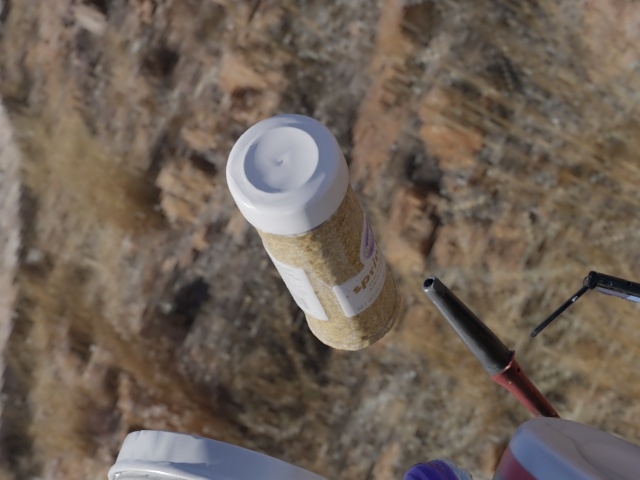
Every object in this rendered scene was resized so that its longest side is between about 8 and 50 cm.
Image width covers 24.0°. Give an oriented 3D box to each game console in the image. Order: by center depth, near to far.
[{"bbox_3d":[0.249,0.068,1.349,0.122,0.107,0.071,27,-102,-82],"label":"game console"}]

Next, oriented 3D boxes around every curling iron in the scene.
[{"bbox_3d":[0.176,0.127,1.423,0.035,0.274,0.068,-29,30,14],"label":"curling iron"}]

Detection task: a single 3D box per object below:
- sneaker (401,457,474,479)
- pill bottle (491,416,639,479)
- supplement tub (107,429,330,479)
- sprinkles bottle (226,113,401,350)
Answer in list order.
[{"bbox_3d":[0.043,0.180,0.782,0.170,0.071,0.068,-77,7,-47],"label":"sneaker"},{"bbox_3d":[0.130,0.260,0.862,0.283,0.161,0.161,-67,19,8],"label":"pill bottle"},{"bbox_3d":[-0.097,0.324,1.053,0.241,0.241,0.331,-23,44,61],"label":"supplement tub"},{"bbox_3d":[0.000,0.000,1.667,0.355,0.121,0.121,64,-141,-59],"label":"sprinkles bottle"}]
